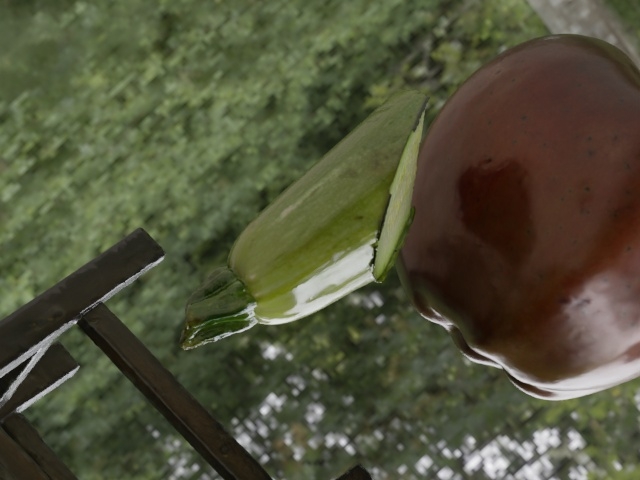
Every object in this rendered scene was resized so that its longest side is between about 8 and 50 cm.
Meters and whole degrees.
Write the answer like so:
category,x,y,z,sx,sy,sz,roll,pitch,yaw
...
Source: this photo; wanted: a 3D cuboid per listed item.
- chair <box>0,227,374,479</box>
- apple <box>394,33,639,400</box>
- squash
category,x,y,z,sx,sy,sz,roll,pitch,yaw
chair,-0.201,0.204,0.827,0.416,0.241,0.203,-36,174,-46
apple,0.167,-0.010,0.903,0.234,0.234,0.234,-36,-160,15
squash,0.003,0.001,0.783,0.200,0.075,0.090,-43,171,-28
